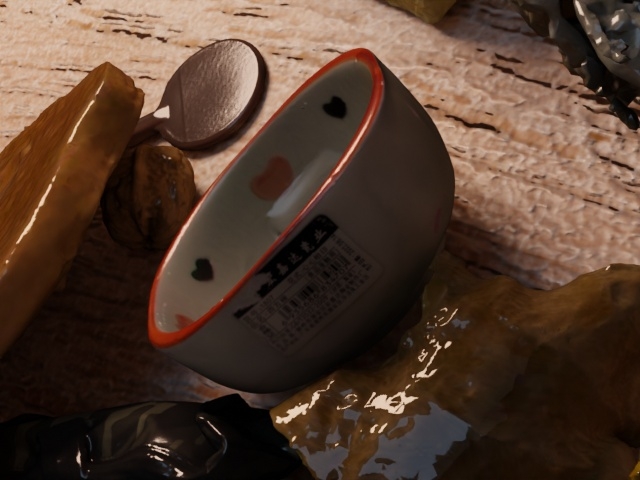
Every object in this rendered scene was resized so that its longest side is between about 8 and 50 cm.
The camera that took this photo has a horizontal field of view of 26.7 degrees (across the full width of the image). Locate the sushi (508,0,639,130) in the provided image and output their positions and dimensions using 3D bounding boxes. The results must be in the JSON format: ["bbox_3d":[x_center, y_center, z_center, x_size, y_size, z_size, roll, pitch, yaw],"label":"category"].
[{"bbox_3d":[0.287,-0.233,0.823,0.417,0.176,0.418,-14,57,22],"label":"sushi"}]

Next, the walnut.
[{"bbox_3d":[-0.142,-0.039,1.108,0.078,0.082,0.096,-3,58,5],"label":"walnut"}]

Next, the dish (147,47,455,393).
[{"bbox_3d":[0.000,0.000,0.914,0.256,0.117,0.256,-44,20,21],"label":"dish"}]

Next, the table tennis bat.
[{"bbox_3d":[-0.145,-0.137,1.137,0.170,0.119,0.108,-25,52,23],"label":"table tennis bat"}]

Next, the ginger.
[{"bbox_3d":[0.120,0.102,0.792,0.270,0.123,0.219,-37,71,3],"label":"ginger"}]

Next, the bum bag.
[{"bbox_3d":[-0.145,0.161,0.956,0.340,0.144,0.095,-12,80,32],"label":"bum bag"}]

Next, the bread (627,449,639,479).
[{"bbox_3d":[0.232,0.243,0.578,0.109,0.185,0.380,-18,51,-2],"label":"bread"}]

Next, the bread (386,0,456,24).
[{"bbox_3d":[0.027,-0.271,1.086,0.178,0.142,0.266,-21,38,-26],"label":"bread"}]

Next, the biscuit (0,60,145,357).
[{"bbox_3d":[-0.284,0.041,1.095,0.385,0.062,0.365,-32,29,42],"label":"biscuit"}]
